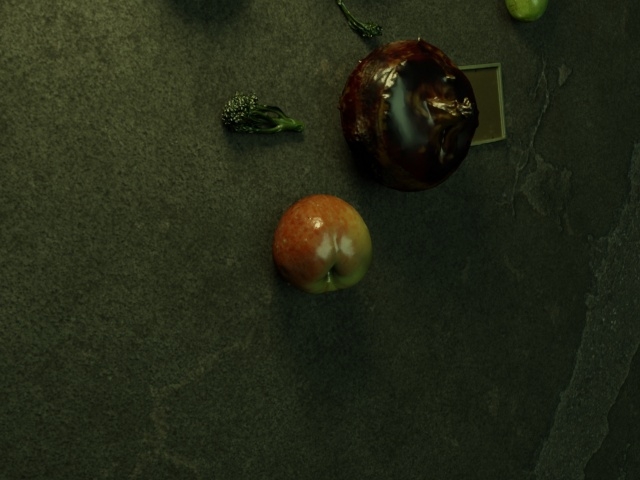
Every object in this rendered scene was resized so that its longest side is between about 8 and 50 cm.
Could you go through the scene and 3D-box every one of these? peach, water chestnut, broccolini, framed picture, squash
[{"bbox_3d":[0.000,0.000,1.507,0.232,0.232,0.233,-3,95,-33],"label":"peach"},{"bbox_3d":[0.214,-0.283,1.545,0.350,0.302,0.351,-6,102,-33],"label":"water chestnut"},{"bbox_3d":[0.068,-0.534,1.589,0.052,0.054,0.194,-47,116,-1],"label":"broccolini"},{"bbox_3d":[0.378,-0.350,1.819,0.289,0.020,0.211,-14,101,-33],"label":"framed picture"},{"bbox_3d":[0.547,-0.766,1.848,0.118,0.118,0.371,-2,91,-34],"label":"squash"},{"bbox_3d":[-0.124,-0.260,1.484,0.202,0.068,0.091,9,101,-49],"label":"broccolini"}]
